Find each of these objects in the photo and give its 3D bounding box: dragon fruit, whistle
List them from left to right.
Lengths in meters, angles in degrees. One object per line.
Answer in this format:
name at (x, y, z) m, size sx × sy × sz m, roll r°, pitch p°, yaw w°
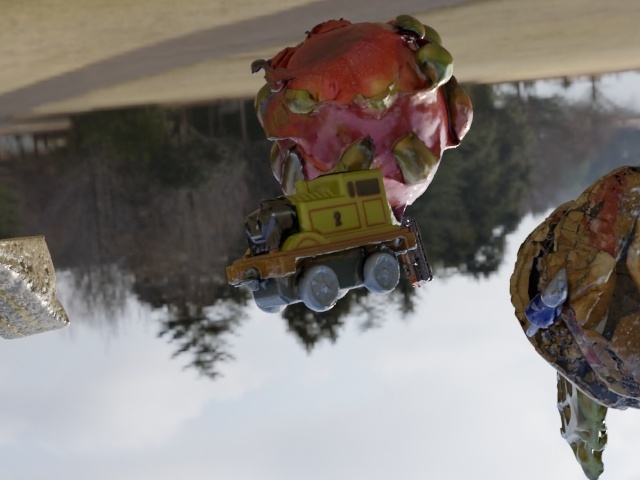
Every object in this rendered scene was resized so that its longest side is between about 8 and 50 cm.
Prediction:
dragon fruit at (0.045, -0.132, 1.187) m, size 0.227 × 0.243 × 0.307 m, roll -15°, pitch -166°, yaw -8°
whistle at (0.195, 0.055, 0.901) m, size 0.029 × 0.083 × 0.033 m, roll 25°, pitch -128°, yaw 7°

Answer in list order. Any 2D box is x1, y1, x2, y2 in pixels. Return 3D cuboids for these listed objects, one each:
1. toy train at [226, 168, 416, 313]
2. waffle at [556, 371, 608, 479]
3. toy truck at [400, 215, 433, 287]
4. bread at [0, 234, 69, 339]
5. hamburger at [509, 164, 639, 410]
toy train at (0.000, 0.000, 1.001) m, size 0.219 × 0.127 × 0.089 m, roll -11°, pitch 180°, yaw -41°
waffle at (0.301, 0.142, 1.216) m, size 0.054 × 0.223 × 0.204 m, roll 0°, pitch -148°, yaw 7°
toy truck at (0.108, 0.013, 1.222) m, size 0.032 × 0.083 × 0.024 m, roll -29°, pitch 157°, yaw 32°
bread at (-0.314, 0.050, 1.009) m, size 0.077 × 0.105 × 0.152 m, roll -13°, pitch -179°, yaw 10°
hamburger at (0.291, 0.045, 0.977) m, size 0.231 × 0.231 × 0.107 m, roll -7°, pitch 172°, yaw -29°
